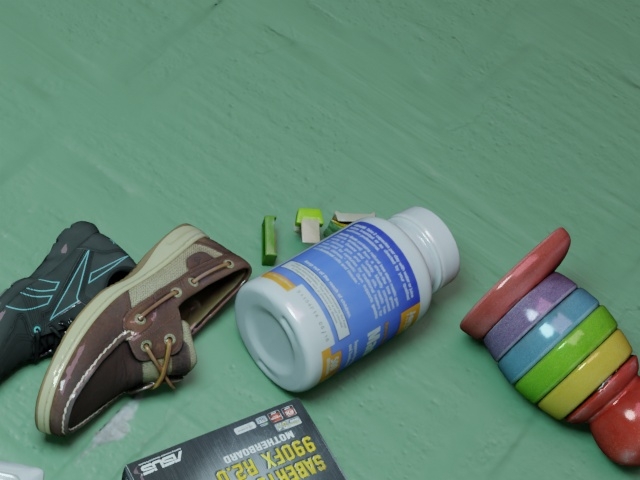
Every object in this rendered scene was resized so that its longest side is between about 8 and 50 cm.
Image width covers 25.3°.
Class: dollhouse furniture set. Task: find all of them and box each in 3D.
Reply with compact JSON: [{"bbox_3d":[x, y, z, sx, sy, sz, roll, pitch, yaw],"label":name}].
[{"bbox_3d":[0.000,0.000,1.862,0.152,0.076,0.058,2,67,-11],"label":"dollhouse furniture set"}]

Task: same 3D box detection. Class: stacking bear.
[{"bbox_3d":[0.328,0.157,1.783,0.289,0.175,0.164,46,54,10],"label":"stacking bear"}]

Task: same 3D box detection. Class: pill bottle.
[{"bbox_3d":[0.041,0.063,1.771,0.272,0.152,0.152,-29,66,-30],"label":"pill bottle"}]

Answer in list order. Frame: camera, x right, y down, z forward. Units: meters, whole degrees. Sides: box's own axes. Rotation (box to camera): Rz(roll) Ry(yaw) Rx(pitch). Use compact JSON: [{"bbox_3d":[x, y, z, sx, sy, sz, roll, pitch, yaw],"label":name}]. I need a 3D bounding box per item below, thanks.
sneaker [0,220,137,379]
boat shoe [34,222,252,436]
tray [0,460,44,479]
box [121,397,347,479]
[{"bbox_3d":[-0.316,0.084,1.693,0.106,0.101,0.267,32,53,7],"label":"sneaker"},{"bbox_3d":[-0.200,0.115,1.684,0.123,0.123,0.342,26,45,17],"label":"boat shoe"},{"bbox_3d":[-0.394,0.345,1.523,0.145,0.030,0.270,12,52,-5],"label":"tray"},{"bbox_3d":[-0.085,0.301,1.622,0.231,0.056,0.183,-18,60,-26],"label":"box"}]
